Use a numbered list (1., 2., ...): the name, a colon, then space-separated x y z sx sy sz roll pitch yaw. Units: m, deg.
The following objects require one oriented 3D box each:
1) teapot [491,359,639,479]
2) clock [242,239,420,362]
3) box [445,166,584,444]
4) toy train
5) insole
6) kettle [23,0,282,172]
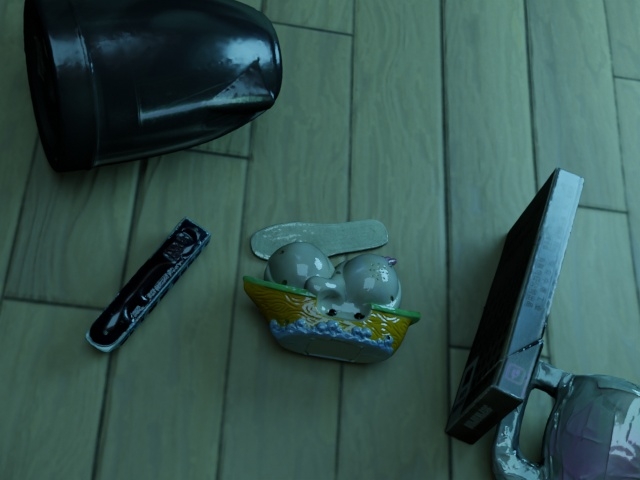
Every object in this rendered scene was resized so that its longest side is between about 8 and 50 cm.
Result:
1. teapot: 0.322 0.251 1.138 0.221 0.163 0.178 31 75 -6
2. clock: 0.015 0.072 1.200 0.231 0.103 0.144 11 60 -9
3. box: 0.246 0.082 1.199 0.047 0.180 0.325 23 60 0
4. toy train: -0.215 0.058 1.188 0.043 0.047 0.207 34 62 7
5. insole: 0.000 0.000 1.286 0.192 0.010 0.063 -7 65 -15
6. kettle: -0.218 -0.242 1.271 0.324 0.228 0.321 -11 34 -23
